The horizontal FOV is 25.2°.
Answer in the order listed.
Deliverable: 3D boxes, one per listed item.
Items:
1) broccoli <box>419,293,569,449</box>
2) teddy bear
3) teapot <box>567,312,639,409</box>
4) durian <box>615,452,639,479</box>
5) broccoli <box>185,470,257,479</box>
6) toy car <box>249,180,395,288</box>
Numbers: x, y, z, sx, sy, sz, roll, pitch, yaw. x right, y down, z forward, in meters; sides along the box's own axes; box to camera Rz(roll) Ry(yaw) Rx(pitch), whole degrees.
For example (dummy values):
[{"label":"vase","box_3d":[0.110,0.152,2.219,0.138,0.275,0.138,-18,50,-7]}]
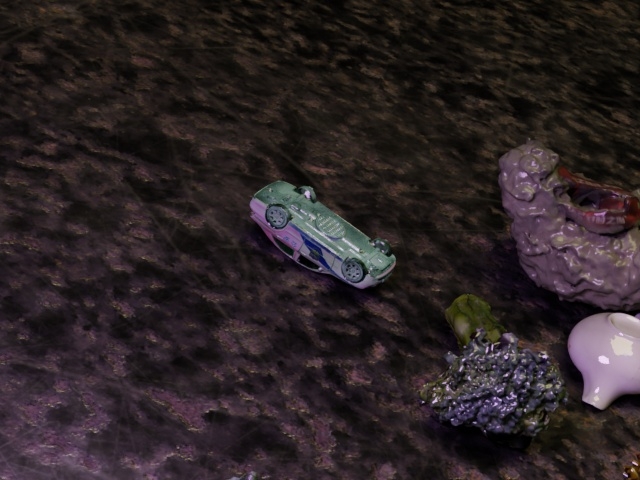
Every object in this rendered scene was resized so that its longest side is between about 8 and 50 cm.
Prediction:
[{"label":"broccoli","box_3d":[0.217,0.147,1.895,0.165,0.145,0.304,16,19,-11]},{"label":"teddy bear","box_3d":[0.460,-0.017,2.178,0.357,0.224,0.367,23,21,23]},{"label":"teapot","box_3d":[0.424,0.153,2.017,0.145,0.092,0.226,29,30,17]},{"label":"durian","box_3d":[0.462,0.319,1.633,0.258,0.258,0.293,-6,26,-34]},{"label":"broccoli","box_3d":[-0.047,0.370,1.259,0.318,0.338,0.277,4,-2,17]},{"label":"toy car","box_3d":[0.000,0.000,2.050,0.224,0.076,0.090,36,33,13]}]
